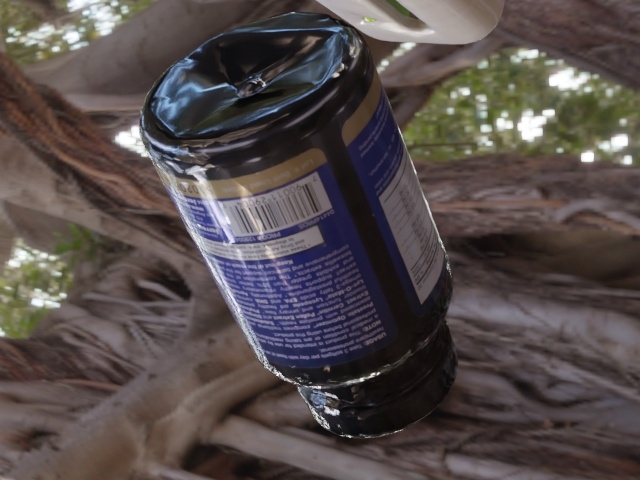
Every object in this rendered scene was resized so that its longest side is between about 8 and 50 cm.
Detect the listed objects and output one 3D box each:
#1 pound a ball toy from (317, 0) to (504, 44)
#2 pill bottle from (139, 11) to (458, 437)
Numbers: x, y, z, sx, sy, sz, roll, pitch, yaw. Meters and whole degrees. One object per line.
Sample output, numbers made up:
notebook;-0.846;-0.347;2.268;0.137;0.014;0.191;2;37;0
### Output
pound a ball toy;0.047;-0.282;0.943;0.319;0.135;0.208;20;-103;-63
pill bottle;0.000;0.000;0.709;0.123;0.123;0.219;-43;-50;-25
